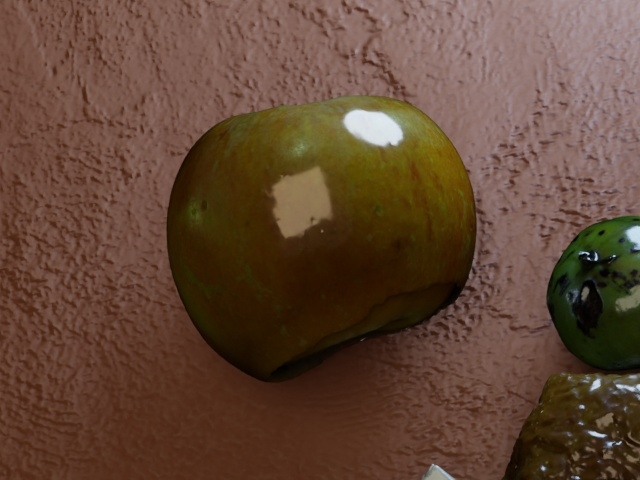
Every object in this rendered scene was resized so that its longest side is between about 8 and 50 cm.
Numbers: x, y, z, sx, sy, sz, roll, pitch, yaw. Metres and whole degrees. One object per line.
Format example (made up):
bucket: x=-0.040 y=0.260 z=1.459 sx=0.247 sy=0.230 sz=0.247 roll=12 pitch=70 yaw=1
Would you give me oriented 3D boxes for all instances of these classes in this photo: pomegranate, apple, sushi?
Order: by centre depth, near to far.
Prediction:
sushi: x=0.259 y=0.171 z=1.026 sx=0.287 sy=0.149 sz=0.140 roll=4 pitch=67 yaw=3
pomegranate: x=0.245 y=0.050 z=1.104 sx=0.161 sy=0.122 sz=0.122 roll=36 pitch=84 yaw=-21
apple: x=0.000 y=0.000 z=1.106 sx=0.237 sy=0.237 sz=0.207 roll=-9 pitch=91 yaw=9

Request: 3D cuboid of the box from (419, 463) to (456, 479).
box: x=0.081 y=0.299 z=1.071 sx=0.168 sy=0.095 sz=0.212 roll=40 pitch=85 yaw=16
